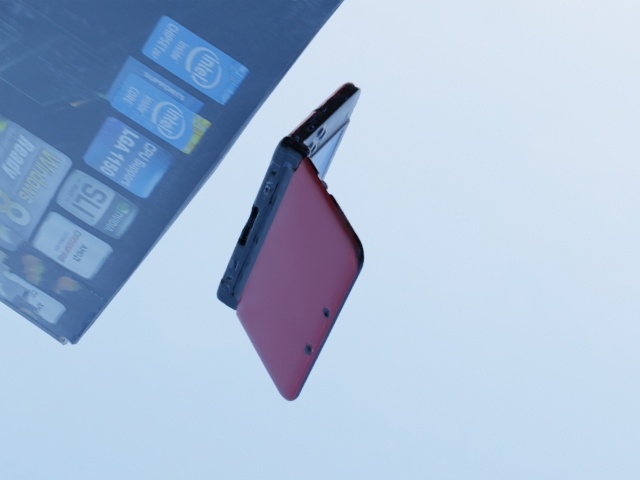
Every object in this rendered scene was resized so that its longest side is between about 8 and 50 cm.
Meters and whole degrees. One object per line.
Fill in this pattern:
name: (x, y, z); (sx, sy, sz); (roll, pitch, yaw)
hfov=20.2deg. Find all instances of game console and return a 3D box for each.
game console: (0.000, 0.000, 1.065); (0.085, 0.144, 0.124); (35, -135, 9)

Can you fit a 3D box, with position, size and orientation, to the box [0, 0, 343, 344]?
box: (-0.135, -0.152, 0.572); (0.318, 0.395, 0.097); (34, -124, -8)
